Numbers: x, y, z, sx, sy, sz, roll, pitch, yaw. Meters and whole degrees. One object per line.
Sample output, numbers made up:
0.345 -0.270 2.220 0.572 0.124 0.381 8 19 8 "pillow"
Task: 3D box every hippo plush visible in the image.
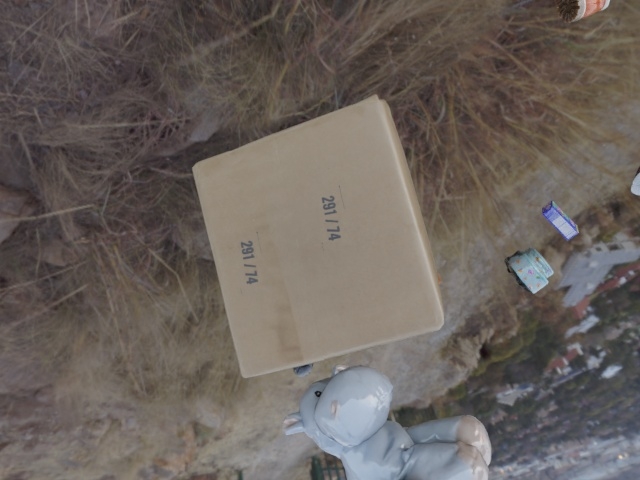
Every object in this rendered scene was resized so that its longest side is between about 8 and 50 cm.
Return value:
0.093 0.290 0.700 0.234 0.236 0.294 -29 164 -32 "hippo plush"

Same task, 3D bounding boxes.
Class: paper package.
0.000 0.000 0.688 0.309 0.325 0.168 -17 176 13 "paper package"

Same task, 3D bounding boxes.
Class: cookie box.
0.718 -0.062 1.374 0.040 0.107 0.092 -45 174 29 "cookie box"

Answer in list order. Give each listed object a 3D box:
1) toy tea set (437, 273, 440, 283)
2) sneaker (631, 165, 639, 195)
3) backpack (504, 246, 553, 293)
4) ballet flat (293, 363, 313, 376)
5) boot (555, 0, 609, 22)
0.278 0.067 1.646 0.200 0.336 0.124 -7 149 -42 "toy tea set"
0.712 -0.169 0.970 0.061 0.065 0.158 16 131 12 "sneaker"
0.825 0.118 1.809 0.144 0.166 0.188 -38 174 22 "backpack"
-0.030 0.209 0.914 0.057 0.049 0.173 -4 133 -26 "ballet flat"
0.436 -0.455 0.769 0.084 0.059 0.158 -18 100 -9 "boot"
